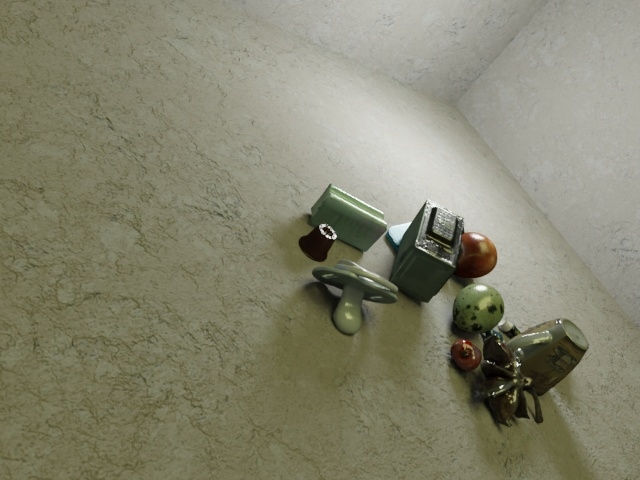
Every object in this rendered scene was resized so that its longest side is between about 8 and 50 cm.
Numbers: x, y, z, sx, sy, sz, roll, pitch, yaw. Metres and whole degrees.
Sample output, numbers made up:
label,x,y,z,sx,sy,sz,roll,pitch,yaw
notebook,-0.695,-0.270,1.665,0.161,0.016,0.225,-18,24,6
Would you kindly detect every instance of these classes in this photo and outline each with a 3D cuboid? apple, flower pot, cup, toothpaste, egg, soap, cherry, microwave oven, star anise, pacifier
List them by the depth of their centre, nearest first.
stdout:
label,x,y,z,sx,sy,sz,roll,pitch,yaw
pacifier,0.097,0.174,1.628,0.279,0.227,0.207,26,75,-23
flower pot,0.000,0.000,1.781,0.111,0.089,0.111,28,34,-21
star anise,0.608,0.483,1.814,0.316,0.139,0.359,-14,86,-42
cherry,0.489,0.388,1.834,0.126,0.087,0.106,40,25,-40
soap,0.095,-0.076,1.919,0.261,0.150,0.094,26,31,-22
microwave oven,0.393,0.039,1.978,0.181,0.237,0.295,28,42,-2
egg,0.569,0.252,2.001,0.228,0.177,0.177,-26,70,-45
cup,0.803,0.394,2.004,0.301,0.257,0.227,18,36,-30
toothpaste,0.797,0.389,2.206,0.193,0.045,0.071,45,31,-6
apple,0.629,0.065,2.260,0.162,0.201,0.201,12,41,-21

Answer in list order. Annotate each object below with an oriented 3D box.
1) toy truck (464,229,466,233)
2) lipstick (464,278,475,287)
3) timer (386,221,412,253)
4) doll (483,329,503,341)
label,x,y,z,sx,sy,sz,roll,pitch,yaw
toy truck,0.618,-0.012,2.449,0.256,0.108,0.140,52,20,23
lipstick,0.625,0.220,2.228,0.040,0.040,0.141,21,36,-29
timer,0.392,0.039,2.196,0.250,0.091,0.232,-9,57,-37
doll,0.651,0.368,2.068,0.083,0.050,0.076,30,38,-21
